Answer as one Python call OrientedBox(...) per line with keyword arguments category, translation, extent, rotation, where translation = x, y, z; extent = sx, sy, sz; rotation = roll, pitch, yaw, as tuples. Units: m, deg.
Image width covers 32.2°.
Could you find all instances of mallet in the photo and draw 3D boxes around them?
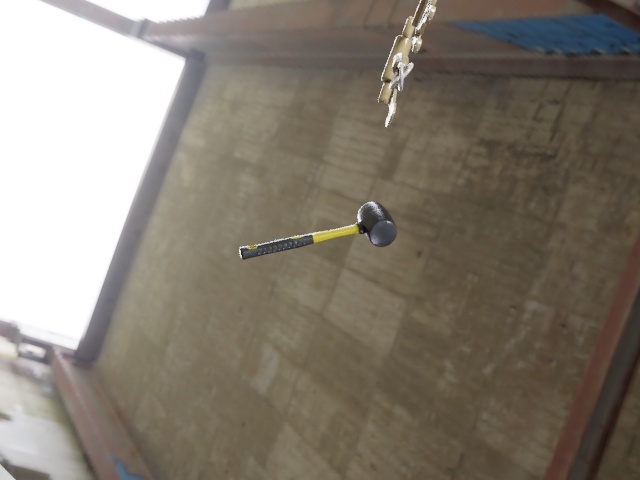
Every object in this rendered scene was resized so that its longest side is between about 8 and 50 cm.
OrientedBox(category="mallet", translation=(0.000, 0.000, 1.320), extent=(0.062, 0.189, 0.039), rotation=(-130, -152, -59))

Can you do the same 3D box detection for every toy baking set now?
OrientedBox(category="toy baking set", translation=(0.134, -0.299, 1.814), extent=(0.197, 0.030, 0.256), rotation=(152, -41, -84))

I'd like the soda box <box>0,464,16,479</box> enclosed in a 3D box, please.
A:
OrientedBox(category="soda box", translation=(-0.224, 0.196, 0.663), extent=(0.286, 0.091, 0.098), rotation=(31, -76, 33))
